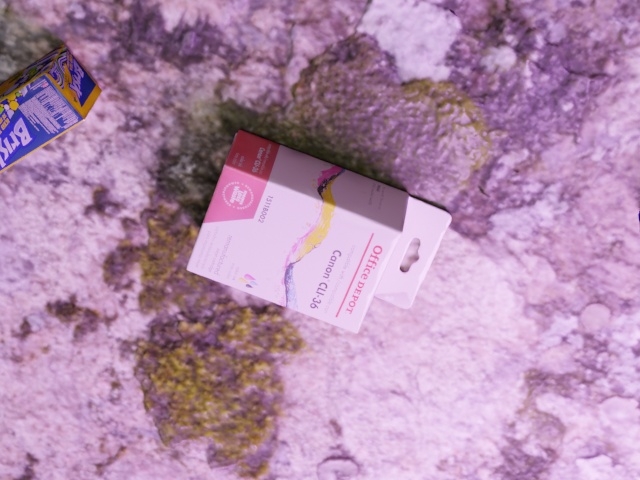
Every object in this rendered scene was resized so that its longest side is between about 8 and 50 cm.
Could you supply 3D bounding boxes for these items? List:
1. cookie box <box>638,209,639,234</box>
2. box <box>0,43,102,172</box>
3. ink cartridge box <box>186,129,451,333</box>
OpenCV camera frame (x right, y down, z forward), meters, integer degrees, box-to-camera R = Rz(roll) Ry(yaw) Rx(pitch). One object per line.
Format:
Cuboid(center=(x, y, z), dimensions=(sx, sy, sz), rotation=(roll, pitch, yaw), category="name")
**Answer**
Cuboid(center=(0.323, -0.034, 1.350), dimensions=(0.107, 0.040, 0.092), rotation=(15, 123, -1), category="cookie box")
Cuboid(center=(-0.269, -0.095, 1.402), dimensions=(0.169, 0.059, 0.054), rotation=(-28, 113, 24), category="box")
Cuboid(center=(0.000, 0.000, 1.412), dimensions=(0.198, 0.067, 0.115), rotation=(20, 123, -4), category="ink cartridge box")
